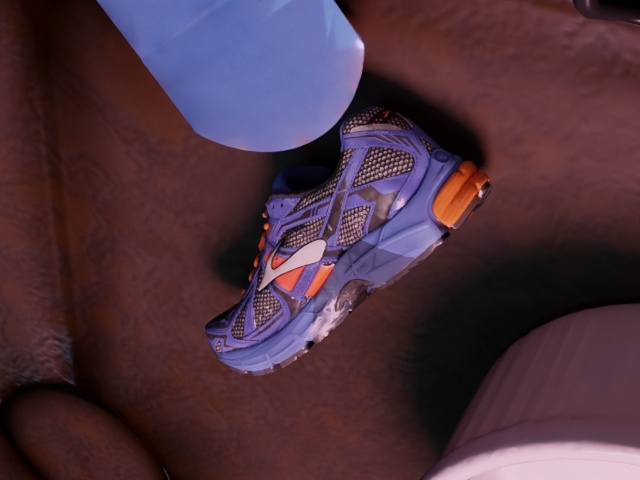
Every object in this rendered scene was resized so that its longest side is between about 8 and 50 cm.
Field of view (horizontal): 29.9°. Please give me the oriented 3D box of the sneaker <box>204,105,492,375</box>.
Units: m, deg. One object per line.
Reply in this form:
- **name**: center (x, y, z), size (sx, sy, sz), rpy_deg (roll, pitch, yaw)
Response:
- **sneaker**: center (0.000, 0.000, 0.676), size (0.087, 0.083, 0.221), rpy_deg (50, 128, 1)

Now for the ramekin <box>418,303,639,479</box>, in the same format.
- **ramekin**: center (0.189, 0.166, 0.662), size (0.277, 0.135, 0.277), rpy_deg (15, 133, 17)

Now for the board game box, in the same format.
- **board game box**: center (-0.047, -0.126, 0.618), size (0.133, 0.033, 0.168), rpy_deg (-25, 107, 45)

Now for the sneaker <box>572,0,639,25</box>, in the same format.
- **sneaker**: center (0.190, -0.099, 0.478), size (0.188, 0.078, 0.067), rpy_deg (9, 130, 21)
